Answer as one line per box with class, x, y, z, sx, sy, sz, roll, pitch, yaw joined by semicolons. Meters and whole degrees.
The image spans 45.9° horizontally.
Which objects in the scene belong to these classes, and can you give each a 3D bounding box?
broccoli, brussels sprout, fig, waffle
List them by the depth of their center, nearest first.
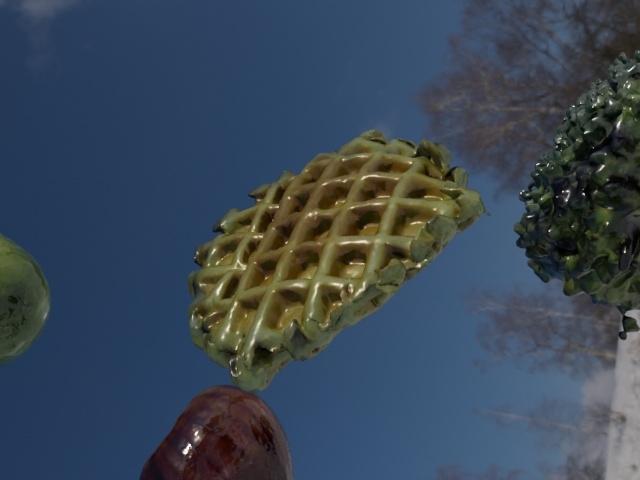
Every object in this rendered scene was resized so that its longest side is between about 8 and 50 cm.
waffle;0.000;0.000;0.508;0.214;0.208;0.054;-35;-59;-4
fig;-0.092;0.242;0.714;0.148;0.149;0.202;74;175;-54
broccoli;0.380;-0.043;0.830;0.348;0.281;0.293;-21;-40;-54
brussels sprout;-0.570;0.095;1.254;0.244;0.244;0.244;-15;-73;-59
